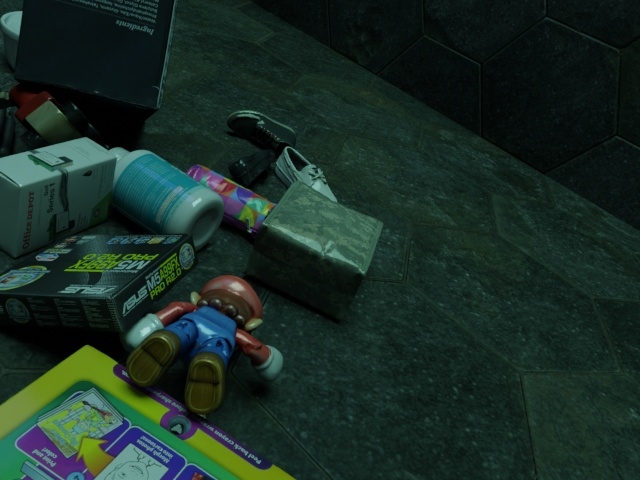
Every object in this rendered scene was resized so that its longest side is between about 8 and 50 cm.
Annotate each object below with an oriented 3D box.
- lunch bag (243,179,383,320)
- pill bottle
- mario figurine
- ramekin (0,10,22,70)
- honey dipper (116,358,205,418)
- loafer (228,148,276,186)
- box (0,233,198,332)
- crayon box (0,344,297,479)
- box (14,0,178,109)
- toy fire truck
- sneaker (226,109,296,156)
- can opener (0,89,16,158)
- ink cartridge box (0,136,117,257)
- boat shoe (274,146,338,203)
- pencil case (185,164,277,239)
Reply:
[{"bbox_3d":[0.000,0.000,1.243,0.235,0.169,0.287,26,35,3],"label":"lunch bag"},{"bbox_3d":[-0.343,-0.094,1.186,0.264,0.146,0.146,32,32,15],"label":"pill bottle"},{"bbox_3d":[-0.174,0.172,0.868,0.198,0.170,0.320,61,10,-4],"label":"mario figurine"},{"bbox_3d":[-0.776,-0.551,1.642,0.273,0.127,0.273,17,31,-11],"label":"ramekin"},{"bbox_3d":[-0.244,0.233,0.856,0.161,0.030,0.030,30,31,7],"label":"honey dipper"},{"bbox_3d":[-0.175,-0.194,1.542,0.078,0.076,0.223,60,25,-7],"label":"loafer"},{"bbox_3d":[-0.364,0.058,0.900,0.270,0.060,0.216,0,24,21],"label":"box"},{"bbox_3d":[-0.244,0.321,0.639,0.363,0.106,0.313,29,32,12],"label":"crayon box"},{"bbox_3d":[-0.500,-0.550,1.329,0.297,0.471,0.480,7,5,-22],"label":"box"},{"bbox_3d":[-0.585,-0.234,1.181,0.158,0.217,0.246,-44,71,-12],"label":"toy fire truck"},{"bbox_3d":[-0.174,-0.323,1.721,0.222,0.083,0.118,13,32,-18],"label":"sneaker"},{"bbox_3d":[-0.752,-0.266,1.289,0.095,0.076,0.283,-21,43,-6],"label":"can opener"},{"bbox_3d":[-0.502,-0.085,1.056,0.093,0.160,0.219,31,32,14],"label":"ink cartridge box"},{"bbox_3d":[-0.030,-0.166,1.562,0.096,0.088,0.267,-4,39,-38],"label":"boat shoe"},{"bbox_3d":[-0.210,-0.086,1.312,0.236,0.104,0.104,27,31,10],"label":"pencil case"}]
